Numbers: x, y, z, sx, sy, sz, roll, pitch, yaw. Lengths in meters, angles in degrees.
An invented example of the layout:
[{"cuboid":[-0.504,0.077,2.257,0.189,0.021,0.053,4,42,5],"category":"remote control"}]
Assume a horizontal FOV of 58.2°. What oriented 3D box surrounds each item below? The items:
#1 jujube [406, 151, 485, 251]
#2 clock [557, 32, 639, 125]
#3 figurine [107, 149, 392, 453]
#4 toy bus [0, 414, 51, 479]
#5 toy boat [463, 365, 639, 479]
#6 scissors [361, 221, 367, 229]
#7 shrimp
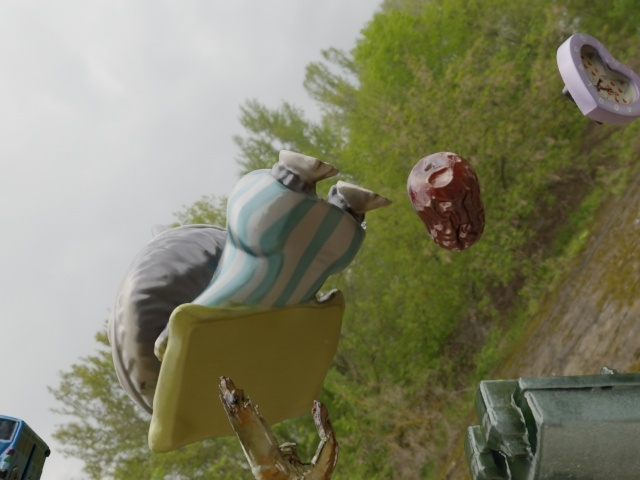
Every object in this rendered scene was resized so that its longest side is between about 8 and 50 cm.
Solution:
[{"cuboid":[0.285,-0.083,1.285,0.155,0.155,0.230,-51,-49,-31],"category":"jujube"},{"cuboid":[0.510,-0.281,1.067,0.172,0.198,0.064,-57,6,-32],"category":"clock"},{"cuboid":[-0.154,0.025,0.755,0.266,0.378,0.361,23,-83,-49],"category":"figurine"},{"cuboid":[-0.486,0.334,0.884,0.184,0.090,0.106,109,169,-57],"category":"toy bus"},{"cuboid":[0.284,0.154,0.464,0.092,0.320,0.141,-95,3,-51],"category":"toy boat"},{"cuboid":[0.000,0.000,0.959,0.021,0.110,0.212,-8,-7,-40],"category":"scissors"},{"cuboid":[-0.028,0.136,0.425,0.023,0.114,0.083,-34,2,44],"category":"shrimp"}]
